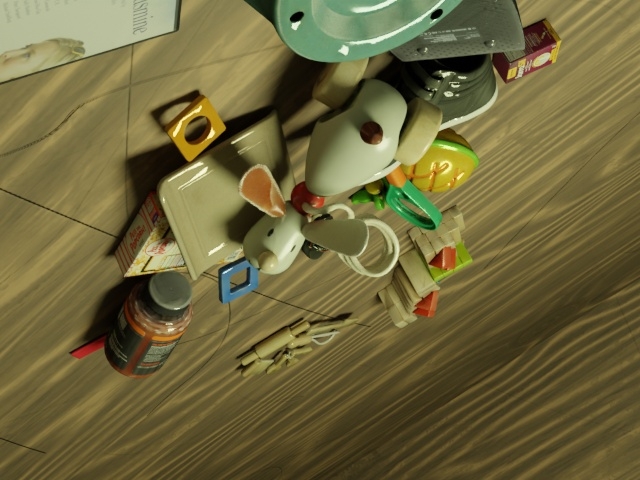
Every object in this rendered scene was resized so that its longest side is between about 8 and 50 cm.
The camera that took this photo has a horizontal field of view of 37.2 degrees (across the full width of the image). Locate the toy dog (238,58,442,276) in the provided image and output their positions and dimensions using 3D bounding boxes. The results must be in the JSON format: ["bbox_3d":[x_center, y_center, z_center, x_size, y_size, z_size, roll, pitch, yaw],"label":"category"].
[{"bbox_3d":[0.015,-0.070,1.166,0.220,0.161,0.334,13,118,-1],"label":"toy dog"}]

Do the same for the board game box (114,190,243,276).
[{"bbox_3d":[-0.176,-0.015,1.349,0.193,0.045,0.147,-7,149,-40],"label":"board game box"}]

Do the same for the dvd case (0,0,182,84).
[{"bbox_3d":[-0.245,-0.202,0.862,0.253,0.022,0.180,-21,170,-15],"label":"dvd case"}]

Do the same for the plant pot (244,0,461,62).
[{"bbox_3d":[0.000,-0.286,0.714,0.271,0.255,0.271,-24,157,-11],"label":"plant pot"}]

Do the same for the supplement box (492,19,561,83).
[{"bbox_3d":[0.290,-0.266,1.341,0.083,0.043,0.055,-25,158,-5],"label":"supplement box"}]

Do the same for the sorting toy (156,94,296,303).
[{"bbox_3d":[-0.121,-0.064,1.247,0.196,0.047,0.348,-36,142,-20],"label":"sorting toy"}]

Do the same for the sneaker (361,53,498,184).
[{"bbox_3d":[0.102,-0.182,1.249,0.296,0.104,0.147,-30,154,-6],"label":"sneaker"}]

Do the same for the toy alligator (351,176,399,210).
[{"bbox_3d":[0.136,-0.098,1.511,0.189,0.051,0.056,-33,157,12],"label":"toy alligator"}]

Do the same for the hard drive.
[{"bbox_3d":[0.129,-0.270,1.054,0.172,0.054,0.254,-2,169,22],"label":"hard drive"}]

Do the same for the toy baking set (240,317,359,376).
[{"bbox_3d":[-0.050,0.213,1.992,0.256,0.030,0.197,-33,159,14],"label":"toy baking set"}]

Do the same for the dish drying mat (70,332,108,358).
[{"bbox_3d":[-0.371,0.172,1.575,0.083,0.008,0.032,-28,156,2],"label":"dish drying mat"}]

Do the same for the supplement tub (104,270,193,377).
[{"bbox_3d":[-0.262,0.127,1.477,0.106,0.106,0.198,-10,152,-36],"label":"supplement tub"}]

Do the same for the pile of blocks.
[{"bbox_3d":[0.227,0.075,1.896,0.149,0.112,0.362,-18,156,-21],"label":"pile of blocks"}]

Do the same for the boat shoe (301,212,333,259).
[{"bbox_3d":[-0.002,0.001,1.582,0.049,0.042,0.133,-21,158,-21],"label":"boat shoe"}]

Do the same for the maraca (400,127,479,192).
[{"bbox_3d":[0.149,-0.127,1.411,0.185,0.099,0.127,15,158,-31],"label":"maraca"}]

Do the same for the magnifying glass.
[{"bbox_3d":[0.122,-0.078,1.407,0.026,0.092,0.231,-58,149,-10],"label":"magnifying glass"}]
